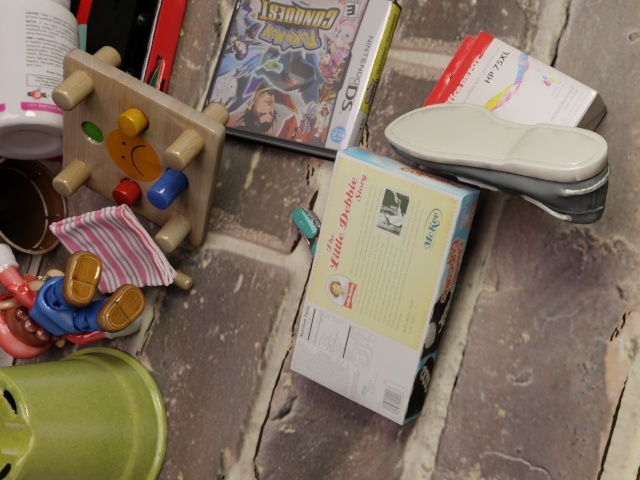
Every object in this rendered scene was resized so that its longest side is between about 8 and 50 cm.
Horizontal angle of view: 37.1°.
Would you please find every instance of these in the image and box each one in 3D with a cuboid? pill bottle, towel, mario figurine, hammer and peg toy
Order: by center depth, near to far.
[{"bbox_3d":[-0.269,-0.094,1.428,0.265,0.361,0.127,28,50,9],"label":"hammer and peg toy"},{"bbox_3d":[-0.319,0.019,1.451,0.197,0.144,0.029,-10,32,41],"label":"towel"},{"bbox_3d":[-0.399,0.077,1.476,0.320,0.170,0.198,-14,96,46],"label":"mario figurine"},{"bbox_3d":[-0.463,-0.285,1.510,0.160,0.160,0.283,-13,72,23],"label":"pill bottle"}]

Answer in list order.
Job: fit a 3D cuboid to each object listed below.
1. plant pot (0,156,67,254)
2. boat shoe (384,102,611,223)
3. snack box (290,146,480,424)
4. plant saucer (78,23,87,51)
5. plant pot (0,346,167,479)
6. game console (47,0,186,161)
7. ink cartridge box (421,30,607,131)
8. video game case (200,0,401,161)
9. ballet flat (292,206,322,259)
[{"bbox_3d":[-0.540,-0.042,1.583,0.165,0.167,0.167,-14,74,30],"label":"plant pot"},{"bbox_3d":[0.207,-0.092,1.165,0.319,0.099,0.116,18,50,44],"label":"boat shoe"},{"bbox_3d":[0.078,0.058,1.249,0.187,0.060,0.322,23,112,28],"label":"snack box"},{"bbox_3d":[-0.422,-0.268,1.588,0.067,0.018,0.192,-9,73,29],"label":"plant saucer"},{"bbox_3d":[-0.410,0.284,1.393,0.276,0.254,0.276,-5,78,25],"label":"plant pot"},{"bbox_3d":[-0.391,-0.322,1.627,0.341,0.060,0.387,8,82,33],"label":"game console"},{"bbox_3d":[0.242,-0.182,1.265,0.231,0.078,0.134,35,98,27],"label":"ink cartridge box"},{"bbox_3d":[-0.038,-0.261,1.444,0.274,0.035,0.248,16,87,28],"label":"video game case"},{"bbox_3d":[0.000,0.000,1.370,0.041,0.041,0.114,-37,67,15],"label":"ballet flat"}]
